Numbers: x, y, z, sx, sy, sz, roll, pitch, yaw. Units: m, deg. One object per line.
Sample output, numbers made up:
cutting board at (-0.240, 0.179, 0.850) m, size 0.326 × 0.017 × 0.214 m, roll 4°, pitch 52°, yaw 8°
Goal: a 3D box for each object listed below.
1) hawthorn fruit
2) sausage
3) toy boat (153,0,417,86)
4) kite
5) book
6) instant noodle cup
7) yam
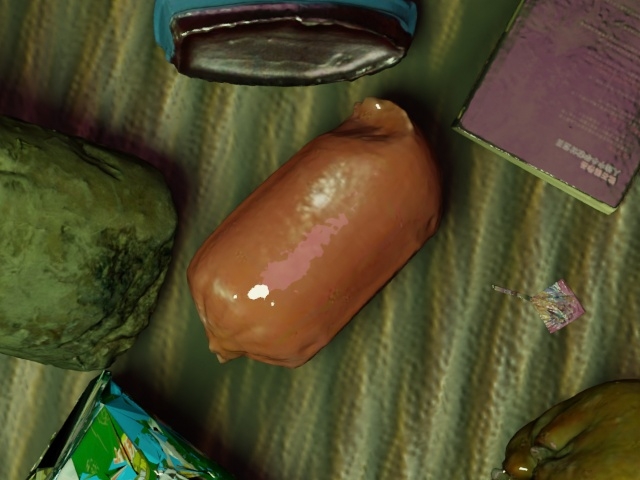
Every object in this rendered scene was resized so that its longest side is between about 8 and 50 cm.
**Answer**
hawthorn fruit at (0.257, 0.271, 1.556) m, size 0.301 × 0.268 × 0.268 m, roll 40°, pitch 85°, yaw -1°
sausage at (0.000, 0.000, 1.617) m, size 0.254 × 0.148 × 0.148 m, roll -42°, pitch 88°, yaw -5°
toy boat at (-0.028, -0.186, 1.662) m, size 0.223 × 0.100 × 0.097 m, roll -1°, pitch 50°, yaw -8°
kite at (0.189, 0.046, 1.690) m, size 0.078 × 0.002 × 0.044 m, roll 37°, pitch 85°, yaw 0°
book at (0.235, -0.157, 1.696) m, size 0.160 × 0.024 × 0.228 m, roll 29°, pitch 85°, yaw 1°
instant noodle cup at (-0.154, 0.243, 1.560) m, size 0.178 × 0.240 × 0.240 m, roll 32°, pitch 85°, yaw -7°
yam at (-0.267, -0.012, 1.542) m, size 0.300 × 0.195 × 0.195 m, roll 19°, pitch 84°, yaw -40°
